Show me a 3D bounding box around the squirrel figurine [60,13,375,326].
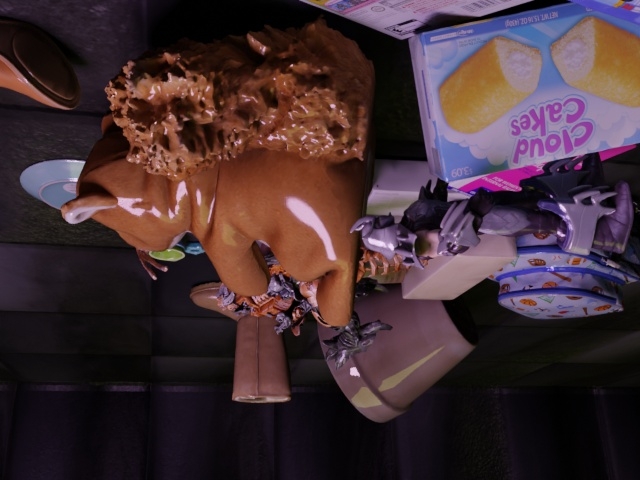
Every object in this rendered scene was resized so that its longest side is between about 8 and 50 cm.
[{"bbox_3d":[-0.126,-0.104,0.835,0.370,0.281,0.397,7,145,6],"label":"squirrel figurine"}]

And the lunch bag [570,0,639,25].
[{"bbox_3d":[0.247,-0.286,0.531,0.293,0.138,0.221,10,160,-4],"label":"lunch bag"}]

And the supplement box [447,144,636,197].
[{"bbox_3d":[0.271,-0.142,0.888,0.111,0.114,0.220,16,151,-38],"label":"supplement box"}]

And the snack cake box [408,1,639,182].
[{"bbox_3d":[0.237,-0.162,0.707,0.264,0.152,0.089,-12,-168,0],"label":"snack cake box"}]

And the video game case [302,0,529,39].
[{"bbox_3d":[0.062,-0.242,0.628,0.193,0.023,0.212,11,180,-29],"label":"video game case"}]

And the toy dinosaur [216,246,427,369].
[{"bbox_3d":[0.004,0.078,1.043,0.322,0.164,0.218,2,148,35],"label":"toy dinosaur"}]

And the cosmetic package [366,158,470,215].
[{"bbox_3d":[0.188,-0.083,1.095,0.239,0.060,0.099,2,162,-9],"label":"cosmetic package"}]

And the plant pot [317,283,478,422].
[{"bbox_3d":[0.196,0.217,1.587,0.280,0.323,0.323,-32,147,22],"label":"plant pot"}]

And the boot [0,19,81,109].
[{"bbox_3d":[-0.385,-0.193,0.763,0.152,0.073,0.197,-18,141,33],"label":"boot"}]

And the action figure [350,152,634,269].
[{"bbox_3d":[0.172,-0.030,0.734,0.285,0.099,0.185,-8,-158,-2],"label":"action figure"}]

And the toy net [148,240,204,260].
[{"bbox_3d":[-0.238,0.031,1.367,0.232,0.045,0.122,12,154,-31],"label":"toy net"}]

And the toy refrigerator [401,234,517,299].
[{"bbox_3d":[0.225,0.024,1.171,0.102,0.094,0.269,2,161,-10],"label":"toy refrigerator"}]

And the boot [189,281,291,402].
[{"bbox_3d":[-0.186,0.232,1.570,0.236,0.269,0.089,0,158,-4],"label":"boot"}]

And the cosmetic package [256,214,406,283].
[{"bbox_3d":[0.000,0.000,1.195,0.296,0.129,0.153,-2,159,2],"label":"cosmetic package"}]

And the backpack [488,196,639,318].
[{"bbox_3d":[0.405,0.026,1.216,0.263,0.213,0.276,26,149,-31],"label":"backpack"}]

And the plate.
[{"bbox_3d":[-0.388,-0.078,1.110,0.188,0.024,0.188,-1,159,0],"label":"plate"}]
